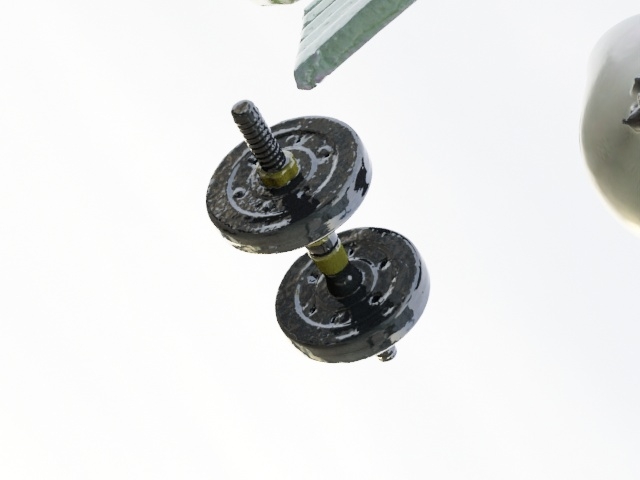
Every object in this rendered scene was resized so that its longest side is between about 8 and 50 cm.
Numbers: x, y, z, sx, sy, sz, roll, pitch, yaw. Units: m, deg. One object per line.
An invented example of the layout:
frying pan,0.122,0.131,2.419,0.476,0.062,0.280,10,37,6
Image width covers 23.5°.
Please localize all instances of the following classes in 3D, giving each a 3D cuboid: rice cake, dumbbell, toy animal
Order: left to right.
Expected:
dumbbell,0.000,0.000,1.315,0.143,0.143,0.325,18,-31,41
rice cake,0.055,-0.241,1.470,0.198,0.189,0.037,-37,-70,20
toy animal,0.373,-0.126,1.408,0.251,0.310,0.251,28,-37,23

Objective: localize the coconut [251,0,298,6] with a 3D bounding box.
coconut,-0.032,-0.200,1.061,0.082,0.081,0.083,10,-41,11
